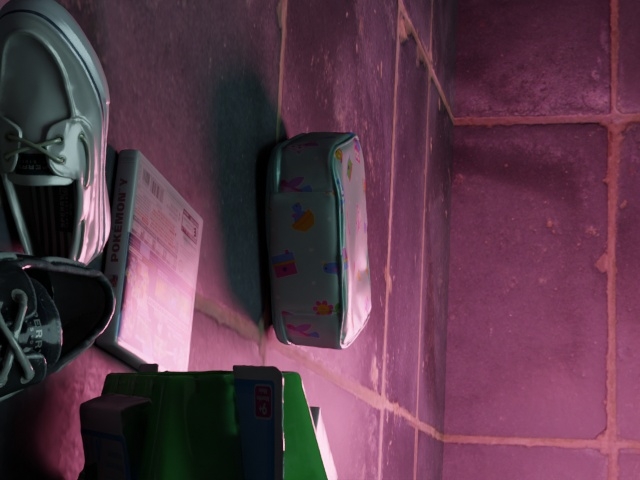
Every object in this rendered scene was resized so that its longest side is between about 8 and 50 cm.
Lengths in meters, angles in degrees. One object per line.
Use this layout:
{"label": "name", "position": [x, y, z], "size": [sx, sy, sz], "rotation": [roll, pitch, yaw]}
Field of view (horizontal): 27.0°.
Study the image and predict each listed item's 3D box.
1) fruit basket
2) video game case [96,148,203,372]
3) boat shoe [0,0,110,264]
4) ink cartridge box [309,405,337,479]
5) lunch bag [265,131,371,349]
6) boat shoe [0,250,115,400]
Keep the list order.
{"label": "fruit basket", "position": [-0.106, 0.271, 1.035], "size": [0.327, 0.165, 0.353], "rotation": [170, -74, -66]}
{"label": "video game case", "position": [-0.159, 0.034, 1.271], "size": [0.201, 0.023, 0.183], "rotation": [56, 36, -68]}
{"label": "boat shoe", "position": [-0.197, -0.065, 0.981], "size": [0.076, 0.083, 0.226], "rotation": [-73, 159, -53]}
{"label": "ink cartridge box", "position": [-0.048, 0.324, 1.584], "size": [0.154, 0.093, 0.212], "rotation": [78, 20, -43]}
{"label": "lunch bag", "position": [0.000, 0.000, 1.749], "size": [0.224, 0.108, 0.279], "rotation": [-51, 140, -74]}
{"label": "boat shoe", "position": [-0.218, 0.059, 0.853], "size": [0.301, 0.102, 0.108], "rotation": [-14, 103, -76]}
